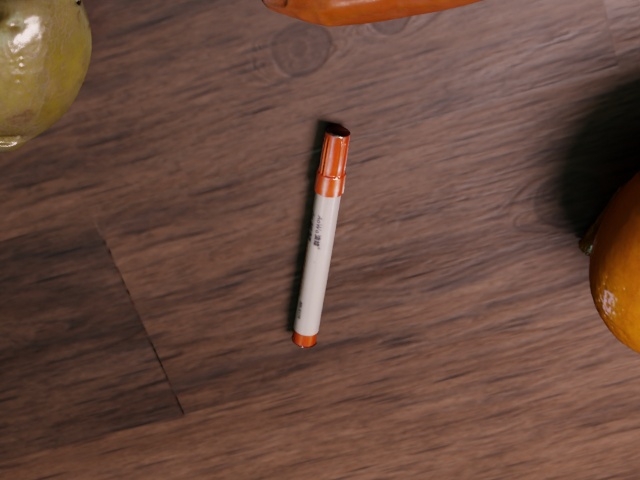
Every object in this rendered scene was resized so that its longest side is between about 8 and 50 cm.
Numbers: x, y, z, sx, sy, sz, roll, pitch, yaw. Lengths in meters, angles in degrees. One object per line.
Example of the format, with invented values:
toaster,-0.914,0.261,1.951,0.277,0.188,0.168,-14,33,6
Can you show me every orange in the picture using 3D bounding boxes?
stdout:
orange,0.349,0.007,1.336,0.240,0.171,0.240,-3,143,-2

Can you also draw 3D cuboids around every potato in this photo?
potato,-0.270,-0.170,1.269,0.154,0.137,0.200,21,125,21

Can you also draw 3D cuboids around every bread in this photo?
bread,0.282,-0.015,1.437,0.047,0.036,0.083,20,122,-18

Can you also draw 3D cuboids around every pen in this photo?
pen,0.000,0.000,1.443,0.028,0.028,0.239,6,123,-5

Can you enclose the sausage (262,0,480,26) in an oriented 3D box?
sausage,0.070,-0.241,1.235,0.258,0.133,0.133,-9,122,4
